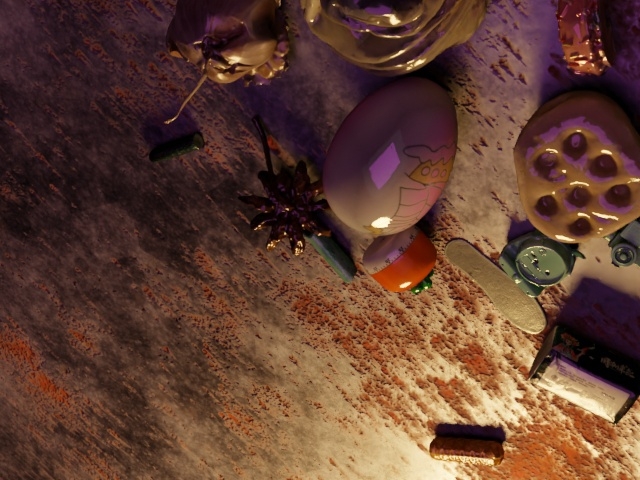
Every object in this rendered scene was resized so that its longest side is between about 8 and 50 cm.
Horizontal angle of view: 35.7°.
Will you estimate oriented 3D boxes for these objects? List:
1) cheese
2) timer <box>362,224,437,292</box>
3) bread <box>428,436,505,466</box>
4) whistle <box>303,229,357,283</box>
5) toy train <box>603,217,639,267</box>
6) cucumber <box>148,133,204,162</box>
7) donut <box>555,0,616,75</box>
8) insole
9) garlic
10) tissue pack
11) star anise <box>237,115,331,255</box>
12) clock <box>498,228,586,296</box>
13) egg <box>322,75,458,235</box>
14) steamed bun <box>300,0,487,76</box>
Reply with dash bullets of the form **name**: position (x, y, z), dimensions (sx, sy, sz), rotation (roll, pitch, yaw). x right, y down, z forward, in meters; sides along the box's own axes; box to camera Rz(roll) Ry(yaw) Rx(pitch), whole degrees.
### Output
- **cheese**: position (0.392, -0.106, 1.459), dimensions (0.218, 0.117, 0.235), rotation (20, 130, 13)
- **timer**: position (0.148, 0.038, 1.719), dimensions (0.136, 0.099, 0.136), rotation (18, 144, 13)
- **bread**: position (0.288, 0.416, 1.963), dimensions (0.157, 0.044, 0.052), rotation (-2, 126, 30)
- **whistle**: position (0.000, 0.000, 1.807), dimensions (0.039, 0.039, 0.186), rotation (-30, 107, 40)
- **toy train**: position (0.519, 0.018, 1.520), dimensions (0.172, 0.070, 0.099), rotation (33, 123, 1)
- **cucumber**: position (-0.272, -0.168, 1.832), dimensions (0.133, 0.032, 0.032), rotation (-12, 118, 36)
- **donut**: position (0.356, -0.288, 1.341), dimensions (0.065, 0.117, 0.166), rotation (-4, 121, 26)
- **insole**: position (0.307, 0.079, 1.723), dimensions (0.232, 0.003, 0.080), rotation (43, 133, -7)
- **garlic**: position (-0.147, -0.285, 1.568), dimensions (0.207, 0.256, 0.207), rotation (11, 171, 2)
- **tissue pack**: position (0.454, 0.229, 1.699), dimensions (0.170, 0.090, 0.103), rotation (26, 133, 6)
- **star anise**: position (-0.076, -0.078, 1.733), dimensions (0.234, 0.073, 0.177), rotation (38, 95, 2)
- **clock**: position (0.367, 0.029, 1.626), dimensions (0.101, 0.041, 0.135), rotation (46, 132, -10)
- **egg**: position (0.114, -0.128, 1.543), dimensions (0.196, 0.196, 0.271), rotation (41, 126, -5)
- **steamed bun**: position (0.092, -0.348, 1.374), dimensions (0.268, 0.207, 0.280), rotation (13, 130, 16)
